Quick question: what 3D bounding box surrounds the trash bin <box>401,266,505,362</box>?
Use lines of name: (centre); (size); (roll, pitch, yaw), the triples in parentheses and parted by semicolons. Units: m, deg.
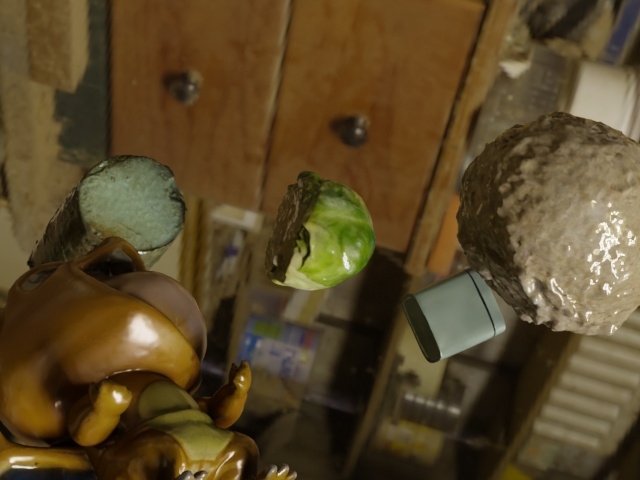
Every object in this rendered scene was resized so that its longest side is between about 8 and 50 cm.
trash bin: (0.206, 0.114, 1.832); (0.116, 0.130, 0.059); (66, -28, 7)

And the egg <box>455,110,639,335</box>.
egg: (0.318, -0.023, 1.519); (0.279, 0.310, 0.279); (-35, -158, 16)

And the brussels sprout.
brussels sprout: (0.005, -0.001, 1.482); (0.149, 0.122, 0.151); (140, -32, -65)

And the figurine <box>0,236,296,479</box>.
figurine: (-0.245, 0.193, 1.303); (0.401, 0.387, 0.268); (-12, 132, -42)

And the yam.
yam: (-0.318, 0.008, 1.716); (0.304, 0.168, 0.168); (-42, -157, 49)
